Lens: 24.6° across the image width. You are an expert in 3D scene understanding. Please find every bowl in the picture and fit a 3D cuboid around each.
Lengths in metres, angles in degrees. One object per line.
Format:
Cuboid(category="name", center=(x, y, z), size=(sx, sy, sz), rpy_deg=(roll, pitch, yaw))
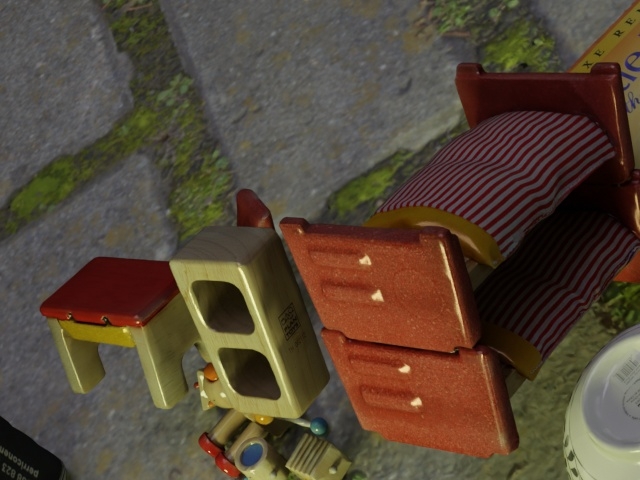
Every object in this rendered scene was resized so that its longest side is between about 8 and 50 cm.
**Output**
Cuboid(category="bowl", center=(0.199, 0.101, 0.835), size=(0.170, 0.080, 0.170), rpy_deg=(-24, 47, 28))

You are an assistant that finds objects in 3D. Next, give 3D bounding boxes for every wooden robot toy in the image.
Cuboid(category="wooden robot toy", center=(-0.058, 0.120, 1.027), size=(0.076, 0.079, 0.173), rpy_deg=(-46, 42, -5))

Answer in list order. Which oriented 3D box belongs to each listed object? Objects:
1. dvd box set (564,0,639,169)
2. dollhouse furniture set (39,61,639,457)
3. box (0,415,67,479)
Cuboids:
Cuboid(category="dvd box set", center=(0.360, -0.091, 0.876), size=(0.307, 0.062, 0.420), rpy_deg=(-45, 39, -10))
Cuboid(category="dollhouse furniture set", center=(0.000, 0.000, 0.944), size=(0.374, 0.152, 0.201), rpy_deg=(4, 35, 39))
Cuboid(category="box", center=(-0.483, 0.339, 1.011), size=(0.480, 0.297, 0.471), rpy_deg=(-15, 51, 27))
